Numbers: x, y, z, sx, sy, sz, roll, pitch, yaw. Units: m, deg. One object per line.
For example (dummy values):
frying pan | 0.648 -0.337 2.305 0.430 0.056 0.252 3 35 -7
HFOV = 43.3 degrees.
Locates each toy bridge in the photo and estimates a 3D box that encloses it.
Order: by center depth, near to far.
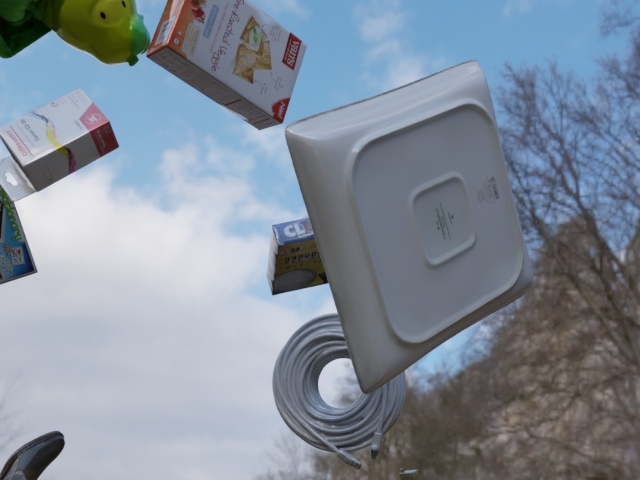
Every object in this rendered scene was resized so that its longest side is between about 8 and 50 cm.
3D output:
toy bridge | 0.183 0.550 1.611 0.063 0.188 0.026 -17 -9 36

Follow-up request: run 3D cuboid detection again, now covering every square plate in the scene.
square plate | 0.143 -0.029 1.033 0.049 0.344 0.347 2 -67 54

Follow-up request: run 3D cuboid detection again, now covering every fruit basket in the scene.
fruit basket | -0.497 -0.510 1.572 0.392 0.392 0.283 10 -37 4

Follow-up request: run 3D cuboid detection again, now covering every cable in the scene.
cable | 0.038 0.270 1.529 0.257 0.257 0.089 23 -5 20

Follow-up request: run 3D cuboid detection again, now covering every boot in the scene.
boot | -0.486 0.416 1.328 0.106 0.219 0.082 25 -39 29

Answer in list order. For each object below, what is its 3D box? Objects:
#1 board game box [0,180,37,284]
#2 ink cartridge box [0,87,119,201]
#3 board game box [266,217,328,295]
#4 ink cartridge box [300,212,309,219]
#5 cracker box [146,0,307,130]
board game box | -0.728 -0.046 1.665 0.053 0.193 0.305 29 -46 61
ink cartridge box | -0.456 -0.161 1.347 0.115 0.198 0.067 45 -22 31
board game box | 0.038 0.010 1.302 0.243 0.042 0.165 -11 -29 -14
ink cartridge box | 0.000 0.000 2.101 0.086 0.148 0.203 48 -3 -27
cracker box | -0.140 -0.298 1.264 0.232 0.155 0.067 30 -24 -36
